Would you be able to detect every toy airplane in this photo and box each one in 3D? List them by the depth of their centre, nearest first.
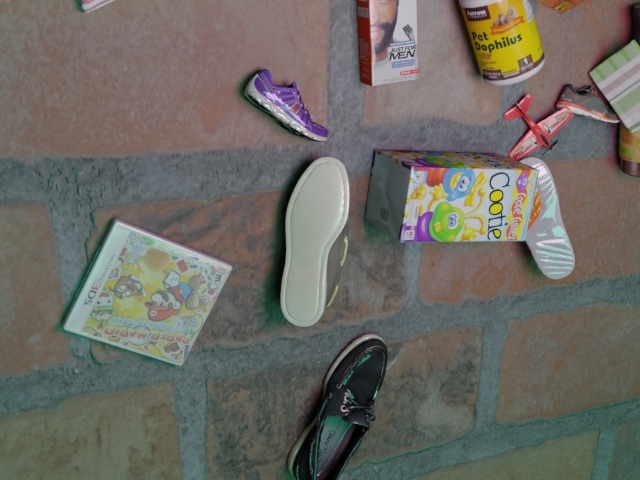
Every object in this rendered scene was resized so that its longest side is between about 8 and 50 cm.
[{"bbox_3d":[0.417,-0.225,1.568,0.151,0.028,0.151,-7,124,-10],"label":"toy airplane"}]

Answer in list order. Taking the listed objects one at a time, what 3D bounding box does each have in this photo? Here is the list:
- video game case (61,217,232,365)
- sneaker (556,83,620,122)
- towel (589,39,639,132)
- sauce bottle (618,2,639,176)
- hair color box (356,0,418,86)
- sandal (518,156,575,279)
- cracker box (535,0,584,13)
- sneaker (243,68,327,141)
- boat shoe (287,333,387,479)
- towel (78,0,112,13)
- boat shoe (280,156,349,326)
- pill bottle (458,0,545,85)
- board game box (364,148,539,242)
[{"bbox_3d":[-0.294,0.094,1.364,0.226,0.026,0.206,24,98,-30],"label":"video game case"},{"bbox_3d":[0.547,-0.277,1.596,0.157,0.061,0.065,9,99,-28],"label":"sneaker"},{"bbox_3d":[0.615,-0.302,1.562,0.023,0.113,0.152,-30,86,-47],"label":"towel"},{"bbox_3d":[0.665,-0.304,1.611,0.111,0.111,0.345,-15,113,-19],"label":"sauce bottle"},{"bbox_3d":[0.116,-0.357,1.367,0.093,0.053,0.167,-13,113,-19],"label":"hair color box"},{"bbox_3d":[0.440,-0.046,1.622,0.101,0.076,0.265,-20,107,9],"label":"sandal"},{"bbox_3d":[0.374,-0.522,1.349,0.155,0.067,0.233,13,71,-31],"label":"cracker box"},{"bbox_3d":[-0.046,-0.224,1.336,0.170,0.068,0.071,35,87,-30],"label":"sneaker"},{"bbox_3d":[0.051,0.352,1.572,0.127,0.113,0.340,30,95,-30],"label":"boat shoe"},{"bbox_3d":[-0.308,-0.428,1.120,0.144,0.029,0.197,-30,140,-10],"label":"towel"},{"bbox_3d":[-0.004,-0.001,1.426,0.109,0.091,0.305,14,102,15],"label":"boat shoe"},{"bbox_3d":[0.317,-0.393,1.409,0.117,0.117,0.215,-31,119,-11],"label":"pill bottle"},{"bbox_3d":[0.242,-0.084,1.477,0.275,0.144,0.142,-1,109,-25],"label":"board game box"}]
